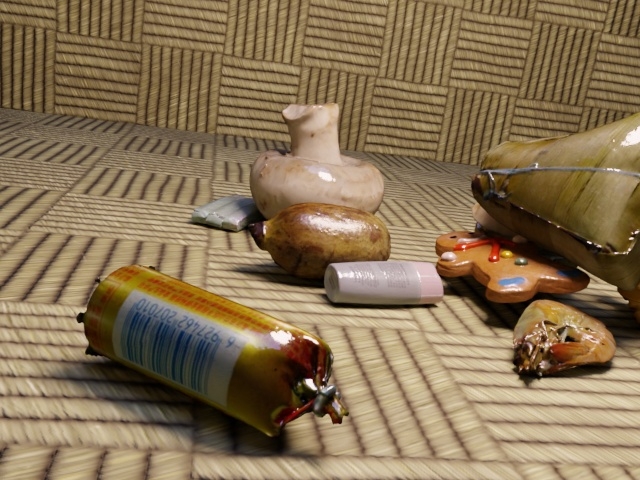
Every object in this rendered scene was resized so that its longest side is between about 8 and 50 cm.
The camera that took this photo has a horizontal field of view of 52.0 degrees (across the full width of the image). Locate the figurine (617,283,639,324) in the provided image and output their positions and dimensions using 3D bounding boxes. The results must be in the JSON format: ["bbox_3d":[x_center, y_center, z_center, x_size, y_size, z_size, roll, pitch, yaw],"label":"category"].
[{"bbox_3d":[0.655,0.065,1.171,0.320,0.196,0.323,29,23,30],"label":"figurine"}]

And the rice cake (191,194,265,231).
[{"bbox_3d":[-0.193,-0.063,1.478,0.124,0.038,0.211,12,16,11],"label":"rice cake"}]

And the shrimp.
[{"bbox_3d":[0.353,0.150,0.973,0.145,0.061,0.267,28,21,29],"label":"shrimp"}]

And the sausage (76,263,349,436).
[{"bbox_3d":[-0.105,0.122,0.720,0.317,0.117,0.125,18,33,26],"label":"sausage"}]

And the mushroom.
[{"bbox_3d":[-0.002,-0.154,1.430,0.297,0.290,0.297,7,16,-2],"label":"mushroom"}]

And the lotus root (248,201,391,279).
[{"bbox_3d":[0.000,0.000,1.163,0.260,0.128,0.145,7,43,-15],"label":"lotus root"}]

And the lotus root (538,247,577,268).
[{"bbox_3d":[0.417,0.056,1.310,0.183,0.078,0.203,-3,11,4],"label":"lotus root"}]

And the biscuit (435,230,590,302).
[{"bbox_3d":[0.313,0.032,1.193,0.205,0.049,0.324,-9,17,-13],"label":"biscuit"}]

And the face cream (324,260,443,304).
[{"bbox_3d":[0.107,0.072,1.104,0.198,0.057,0.084,3,49,-23],"label":"face cream"}]

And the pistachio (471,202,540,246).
[{"bbox_3d":[0.420,-0.048,1.328,0.223,0.126,0.152,2,44,28],"label":"pistachio"}]

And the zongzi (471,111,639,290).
[{"bbox_3d":[0.475,-0.157,1.139,0.174,0.393,0.356,27,5,-41],"label":"zongzi"}]
